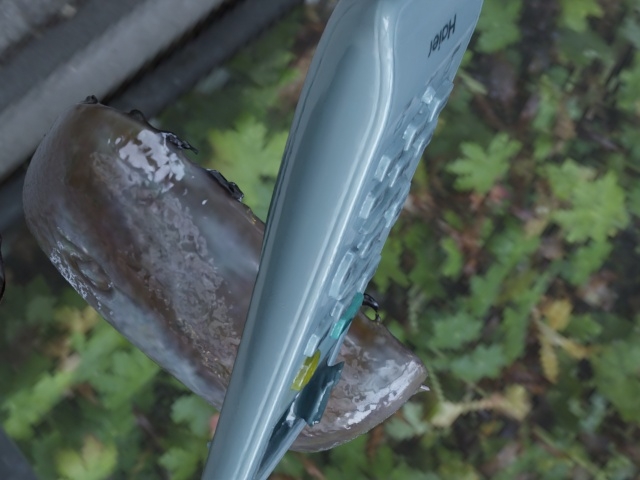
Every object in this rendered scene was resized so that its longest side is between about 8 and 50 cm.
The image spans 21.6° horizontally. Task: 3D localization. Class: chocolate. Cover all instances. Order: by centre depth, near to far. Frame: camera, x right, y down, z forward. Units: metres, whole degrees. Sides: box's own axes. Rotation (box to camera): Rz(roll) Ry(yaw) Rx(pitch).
[{"bbox_3d":[-0.071,0.036,0.944,0.261,0.161,0.083,40,65,-4],"label":"chocolate"}]

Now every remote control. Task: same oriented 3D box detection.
[{"bbox_3d":[0.001,0.001,0.724,0.103,0.051,0.293,-50,163,-49],"label":"remote control"}]

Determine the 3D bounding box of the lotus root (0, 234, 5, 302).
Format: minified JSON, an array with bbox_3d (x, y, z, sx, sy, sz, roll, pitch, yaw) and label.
[{"bbox_3d":[-0.272,0.045,0.822,0.188,0.199,0.180,25,140,-15],"label":"lotus root"}]
